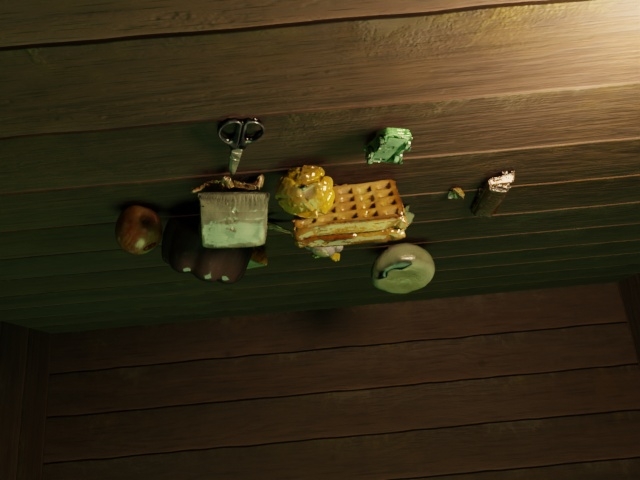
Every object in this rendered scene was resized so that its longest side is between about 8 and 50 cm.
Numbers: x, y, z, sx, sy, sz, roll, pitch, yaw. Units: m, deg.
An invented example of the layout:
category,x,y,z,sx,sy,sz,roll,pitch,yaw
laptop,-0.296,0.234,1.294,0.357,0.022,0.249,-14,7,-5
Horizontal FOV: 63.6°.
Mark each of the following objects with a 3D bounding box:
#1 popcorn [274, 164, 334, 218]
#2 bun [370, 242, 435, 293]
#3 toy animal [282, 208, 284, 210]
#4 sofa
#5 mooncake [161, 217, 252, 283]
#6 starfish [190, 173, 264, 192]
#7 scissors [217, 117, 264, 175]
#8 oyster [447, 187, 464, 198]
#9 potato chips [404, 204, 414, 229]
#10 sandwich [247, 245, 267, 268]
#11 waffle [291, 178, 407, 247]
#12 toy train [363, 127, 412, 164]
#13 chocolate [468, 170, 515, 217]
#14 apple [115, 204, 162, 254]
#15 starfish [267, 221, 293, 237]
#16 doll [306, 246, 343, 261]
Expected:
category,x,y,z,sx,sy,sz,roll,pitch,yaw
popcorn,-0.042,-0.137,1.431,0.167,0.149,0.152,13,-168,-3
bun,0.357,0.103,2.276,0.283,0.179,0.283,-2,141,-2
toy animal,-0.016,-0.105,1.663,0.202,0.070,0.105,-13,130,23
sofa,-0.260,-0.096,1.518,0.210,0.225,0.176,-1,118,-9
mooncake,-0.372,0.038,1.693,0.305,0.154,0.306,19,-177,-1
starfish,-0.260,-0.149,1.456,0.209,0.053,0.150,-6,170,-8
scissors,-0.209,-0.227,1.294,0.109,0.022,0.300,-3,165,-16
oyster,0.447,-0.156,1.693,0.051,0.034,0.093,12,173,-2
potato chips,0.242,-0.080,1.828,0.167,0.059,0.228,-19,154,17
sandwich,-0.362,0.070,2.080,0.251,0.087,0.226,-11,162,19
waffle,0.079,-0.079,1.524,0.327,0.224,0.098,-6,126,1
toy train,0.163,-0.239,1.286,0.099,0.081,0.149,0,156,-16
chocolate,0.572,-0.141,1.720,0.102,0.065,0.329,-8,164,5
apple,-0.562,-0.036,1.599,0.146,0.146,0.131,6,147,-31
starfish,-0.231,-0.043,1.831,0.247,0.050,0.138,0,163,22
doll,0.000,-0.001,1.935,0.160,0.094,0.365,7,168,10
